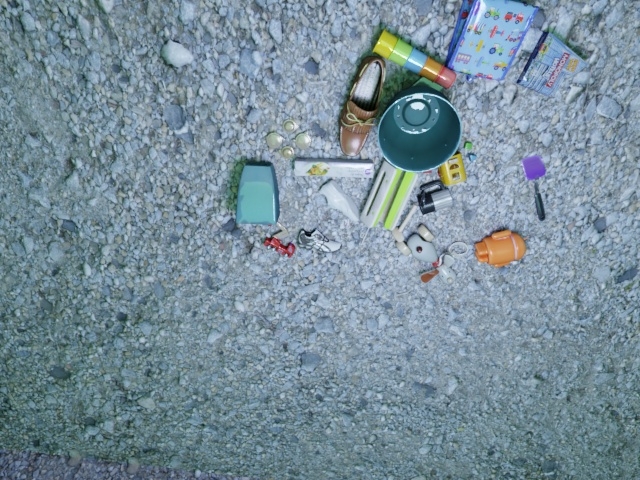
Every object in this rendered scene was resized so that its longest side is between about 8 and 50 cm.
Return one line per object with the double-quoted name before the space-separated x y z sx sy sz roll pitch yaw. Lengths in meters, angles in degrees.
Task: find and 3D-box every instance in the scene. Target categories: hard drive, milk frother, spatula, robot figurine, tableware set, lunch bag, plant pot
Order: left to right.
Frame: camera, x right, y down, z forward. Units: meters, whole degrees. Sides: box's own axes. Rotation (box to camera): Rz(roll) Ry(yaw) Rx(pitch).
"plant pot" -0.256 -0.201 1.873 0.166 0.165 0.234 2 109 0
"tableware set" -0.129 -0.408 1.845 0.169 0.020 0.141 -35 112 15
"plant pot" 0.362 -0.438 1.684 0.293 0.235 0.292 5 126 7
"hard drive" 0.424 -0.600 1.736 0.135 0.022 0.094 -40 109 19
"milk frother" 0.475 -0.172 1.875 0.135 0.143 0.129 -18 110 9
"lunch bag" 0.596 -0.714 1.630 0.221 0.138 0.293 9 125 -6
"robot figurine" 0.791 0.038 1.977 0.220 0.128 0.157 -11 87 8
"spatula" 0.912 -0.214 1.904 0.084 0.030 0.296 -18 114 8

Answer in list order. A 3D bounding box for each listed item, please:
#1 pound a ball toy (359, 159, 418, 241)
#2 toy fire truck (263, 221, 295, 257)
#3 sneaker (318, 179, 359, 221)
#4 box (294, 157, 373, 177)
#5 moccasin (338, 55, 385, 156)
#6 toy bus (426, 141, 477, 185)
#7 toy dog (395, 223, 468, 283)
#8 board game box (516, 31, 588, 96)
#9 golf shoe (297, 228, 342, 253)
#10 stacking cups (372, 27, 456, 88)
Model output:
"pound a ball toy" 0.299 -0.165 1.908 0.208 0.135 0.319 6 119 -30
"toy fire truck" -0.185 -0.017 2.019 0.192 0.047 0.135 27 112 -12
"sneaker" 0.080 -0.156 1.939 0.094 0.080 0.212 -33 104 28
"box" 0.055 -0.300 1.866 0.325 0.067 0.063 1 116 0
"moccasin" 0.163 -0.499 1.722 0.139 0.147 0.379 19 115 -8
"toy bus" 0.519 -0.321 1.814 0.202 0.104 0.190 24 109 -10
"toy dog" 0.490 0.081 1.985 0.334 0.161 0.220 24 114 -10
"board game box" 0.871 -0.641 1.684 0.194 0.060 0.194 19 115 -7
"golf shoe" 0.000 0.000 2.007 0.198 0.077 0.093 6 115 -3
"stacking cups" 0.345 -0.652 1.664 0.316 0.096 0.096 28 113 -9
